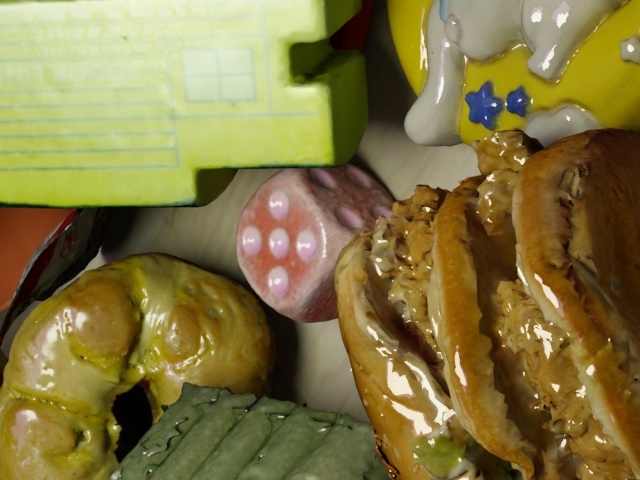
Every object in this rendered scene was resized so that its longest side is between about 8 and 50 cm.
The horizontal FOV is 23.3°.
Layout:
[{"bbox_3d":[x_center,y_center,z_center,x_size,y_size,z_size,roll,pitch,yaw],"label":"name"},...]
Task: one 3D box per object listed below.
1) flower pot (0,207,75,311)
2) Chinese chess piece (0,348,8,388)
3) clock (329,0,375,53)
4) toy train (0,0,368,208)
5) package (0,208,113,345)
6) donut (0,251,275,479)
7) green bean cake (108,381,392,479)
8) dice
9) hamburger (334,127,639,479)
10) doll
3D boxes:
[{"bbox_3d":[-0.321,-0.049,1.295,0.173,0.190,0.190,52,123,26],"label":"flower pot"},{"bbox_3d":[-0.292,0.207,1.307,0.102,0.273,0.273,-20,74,-1],"label":"Chinese chess piece"},{"bbox_3d":[0.005,-0.213,1.145,0.113,0.061,0.155,31,115,35],"label":"clock"},{"bbox_3d":[-0.162,-0.157,1.071,0.442,0.179,0.272,0,107,12],"label":"toy train"},{"bbox_3d":[-0.192,-0.009,1.236,0.030,0.239,0.154,32,117,1],"label":"package"},{"bbox_3d":[-0.145,0.137,1.197,0.128,0.208,0.261,-138,59,-76],"label":"donut"},{"bbox_3d":[-0.009,0.229,1.056,0.241,0.132,0.255,3,134,46],"label":"green bean cake"},{"bbox_3d":[0.000,0.000,1.133,0.094,0.093,0.091,-50,61,31],"label":"dice"},{"bbox_3d":[0.137,0.077,0.921,0.211,0.260,0.245,-23,49,26],"label":"hamburger"},{"bbox_3d":[0.131,-0.155,0.997,0.237,0.111,0.252,50,131,30],"label":"doll"}]
